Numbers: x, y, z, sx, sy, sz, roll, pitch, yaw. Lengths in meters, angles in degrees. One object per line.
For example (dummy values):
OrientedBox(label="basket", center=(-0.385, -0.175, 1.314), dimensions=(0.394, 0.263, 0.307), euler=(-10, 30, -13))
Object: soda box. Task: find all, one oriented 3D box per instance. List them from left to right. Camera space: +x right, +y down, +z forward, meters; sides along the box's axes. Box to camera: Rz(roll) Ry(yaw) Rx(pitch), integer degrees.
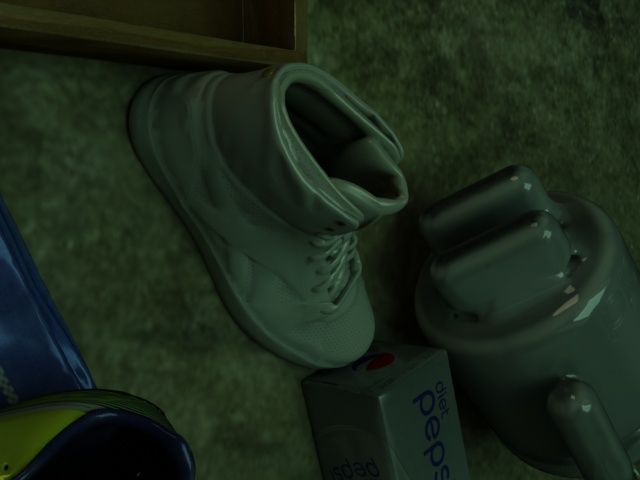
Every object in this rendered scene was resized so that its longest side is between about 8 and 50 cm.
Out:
OrientedBox(label="soda box", center=(0.074, 0.239, 0.763), dimensions=(0.098, 0.091, 0.287), euler=(-24, 108, -42))

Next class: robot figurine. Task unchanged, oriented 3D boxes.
OrientedBox(label="robot figurine", center=(0.224, 0.095, 0.833), dimensions=(0.353, 0.199, 0.300), euler=(52, 23, -34))

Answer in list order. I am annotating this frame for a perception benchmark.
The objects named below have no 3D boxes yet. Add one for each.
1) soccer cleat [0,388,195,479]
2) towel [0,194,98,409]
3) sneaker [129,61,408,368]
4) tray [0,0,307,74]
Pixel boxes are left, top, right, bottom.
OrientedBox(label="soccer cleat", center=(-0.192, 0.140, 0.413), dimensions=(0.289, 0.121, 0.094), euler=(-15, 101, -41))
OrientedBox(label="towel", center=(-0.285, 0.087, 0.428), dimensions=(0.336, 0.040, 0.243), euler=(-36, 115, -39))
OrientedBox(label="sneaker", center=(0.000, 0.000, 0.626), dimensions=(0.293, 0.169, 0.108), euler=(55, 53, -33))
OrientedBox(label="tray", center=(-0.178, -0.218, 0.504), dimensions=(0.410, 0.076, 0.203), euler=(-3, 93, -46))
